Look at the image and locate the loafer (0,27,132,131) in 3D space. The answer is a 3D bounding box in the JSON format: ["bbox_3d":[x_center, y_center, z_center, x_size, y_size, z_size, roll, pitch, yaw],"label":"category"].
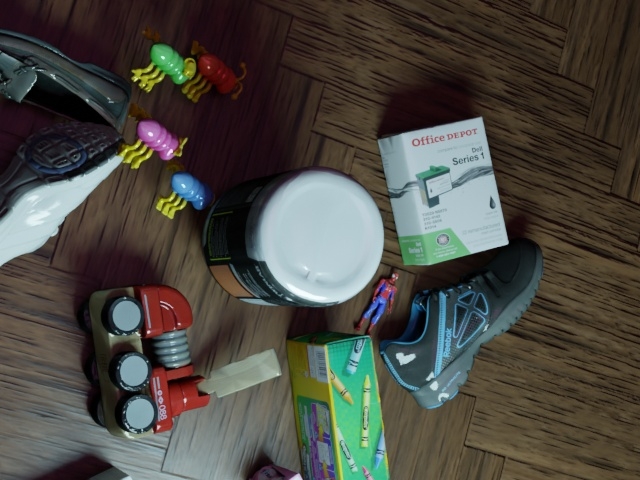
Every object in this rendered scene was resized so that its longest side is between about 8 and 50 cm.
[{"bbox_3d":[-0.399,-0.227,1.703,0.267,0.096,0.084,17,56,-23],"label":"loafer"}]

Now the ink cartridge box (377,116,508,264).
[{"bbox_3d":[0.201,-0.083,1.956,0.160,0.092,0.219,-14,94,-23],"label":"ink cartridge box"}]

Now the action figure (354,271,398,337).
[{"bbox_3d":[0.097,0.102,1.943,0.038,0.030,0.115,32,75,-13],"label":"action figure"}]

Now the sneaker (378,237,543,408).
[{"bbox_3d":[0.237,0.108,1.949,0.139,0.125,0.341,44,71,-10],"label":"sneaker"}]

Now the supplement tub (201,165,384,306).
[{"bbox_3d":[-0.055,-0.001,1.728,0.193,0.316,0.194,1,88,-23],"label":"supplement tub"}]

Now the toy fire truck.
[{"bbox_3d":[-0.206,0.166,1.762,0.246,0.158,0.217,-8,91,-34],"label":"toy fire truck"}]

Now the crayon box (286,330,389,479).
[{"bbox_3d":[0.027,0.284,1.833,0.081,0.165,0.278,-8,92,-22],"label":"crayon box"}]

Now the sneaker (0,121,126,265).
[{"bbox_3d":[-0.403,-0.061,1.695,0.297,0.129,0.111,-35,61,-14],"label":"sneaker"}]

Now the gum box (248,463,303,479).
[{"bbox_3d":[-0.036,0.435,1.832,0.062,0.107,0.188,-32,100,-20],"label":"gum box"}]

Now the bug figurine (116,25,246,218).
[{"bbox_3d":[-0.199,-0.181,1.752,0.216,0.072,0.279,33,63,-55],"label":"bug figurine"}]

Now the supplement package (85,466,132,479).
[{"bbox_3d":[-0.345,0.414,1.706,0.179,0.105,0.105,-24,97,-21],"label":"supplement package"}]
